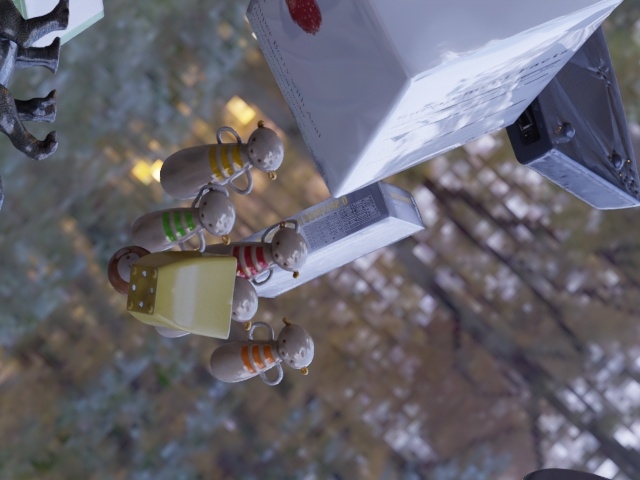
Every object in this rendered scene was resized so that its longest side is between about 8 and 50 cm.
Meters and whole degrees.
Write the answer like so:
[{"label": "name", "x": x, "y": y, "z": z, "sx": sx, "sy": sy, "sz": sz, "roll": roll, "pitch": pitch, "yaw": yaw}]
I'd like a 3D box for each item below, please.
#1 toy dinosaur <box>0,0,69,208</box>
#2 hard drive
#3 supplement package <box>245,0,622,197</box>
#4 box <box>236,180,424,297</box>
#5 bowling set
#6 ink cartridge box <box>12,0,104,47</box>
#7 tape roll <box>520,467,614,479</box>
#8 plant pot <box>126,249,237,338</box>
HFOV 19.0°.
[{"label": "toy dinosaur", "x": -0.304, "y": -0.144, "z": 1.649, "sx": 0.121, "sy": 0.160, "sz": 0.314, "roll": 142, "pitch": -46, "yaw": -73}, {"label": "hard drive", "x": 0.213, "y": -0.157, "z": 1.749, "sx": 0.054, "sy": 0.172, "sz": 0.255, "roll": -28, "pitch": -124, "yaw": 30}, {"label": "supplement package", "x": 0.072, "y": -0.176, "z": 1.412, "sx": 0.175, "sy": 0.178, "sz": 0.293, "roll": -23, "pitch": 170, "yaw": -15}, {"label": "box", "x": 0.000, "y": 0.000, "z": 2.400, "sx": 0.231, "sy": 0.056, "sz": 0.183, "roll": -25, "pitch": 169, "yaw": 14}, {"label": "bowling set", "x": -0.112, "y": 0.030, "z": 2.026, "sx": 0.154, "sy": 0.287, "sz": 0.200, "roll": -15, "pitch": -177, "yaw": 29}, {"label": "ink cartridge box", "x": -0.298, "y": -0.324, "z": 2.016, "sx": 0.056, "sy": 0.235, "sz": 0.171, "roll": 2, "pitch": -157, "yaw": 20}, {"label": "tape roll", "x": 0.274, "y": 0.320, "z": 1.875, "sx": 0.072, "sy": 0.219, "sz": 0.219, "roll": -57, "pitch": -169, "yaw": -31}, {"label": "plant pot", "x": -0.142, "y": 0.051, "z": 1.866, "sx": 0.081, "sy": 0.083, "sz": 0.082, "roll": 7, "pitch": -88, "yaw": 49}]
